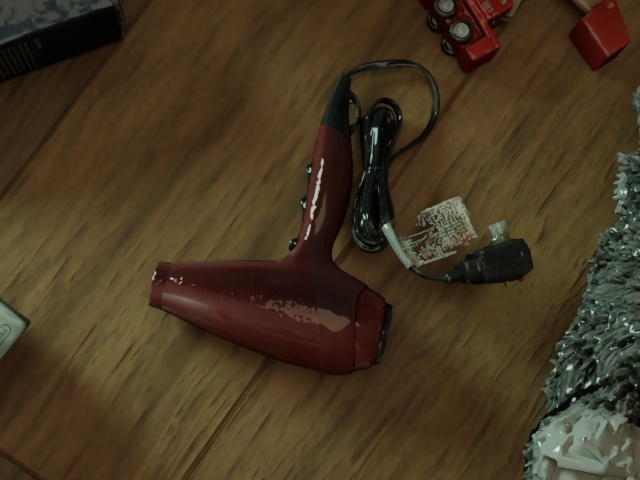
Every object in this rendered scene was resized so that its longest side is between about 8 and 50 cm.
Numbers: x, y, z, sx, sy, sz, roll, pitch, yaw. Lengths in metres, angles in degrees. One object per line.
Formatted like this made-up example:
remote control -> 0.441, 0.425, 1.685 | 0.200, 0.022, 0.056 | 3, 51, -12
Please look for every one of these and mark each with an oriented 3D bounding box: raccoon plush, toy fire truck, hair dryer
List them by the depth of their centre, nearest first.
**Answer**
raccoon plush -> 0.277, 0.021, 1.169 | 0.216, 0.446, 0.299 | 9, 93, 9
hair dryer -> 0.000, 0.000, 1.322 | 0.293, 0.080, 0.223 | -25, 69, -14
toy fire truck -> 0.152, -0.209, 1.367 | 0.135, 0.047, 0.192 | -30, 84, -10

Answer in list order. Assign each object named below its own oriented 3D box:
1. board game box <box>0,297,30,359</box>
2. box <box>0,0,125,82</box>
board game box -> -0.402, 0.051, 1.219 | 0.303, 0.097, 0.224 | 40, 85, -6
box -> -0.273, -0.204, 1.290 | 0.207, 0.108, 0.153 | -19, 84, -6
